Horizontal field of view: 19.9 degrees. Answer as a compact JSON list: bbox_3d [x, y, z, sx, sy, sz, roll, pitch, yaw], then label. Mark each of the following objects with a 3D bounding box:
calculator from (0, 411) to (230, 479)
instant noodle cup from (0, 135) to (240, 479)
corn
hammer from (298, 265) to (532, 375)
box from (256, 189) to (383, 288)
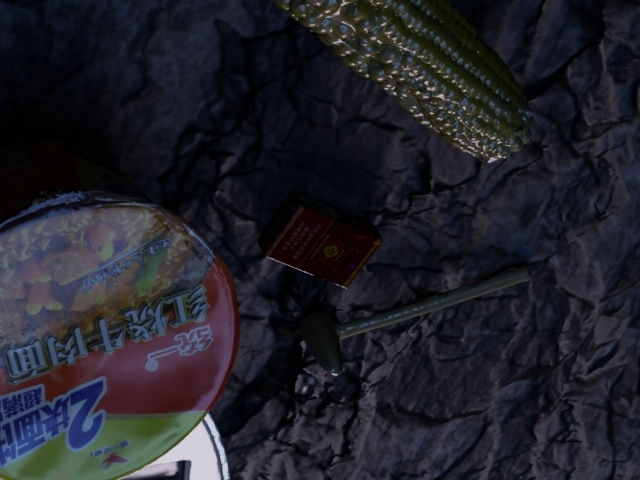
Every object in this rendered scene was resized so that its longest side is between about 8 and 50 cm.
[{"bbox_3d":[-0.198,0.228,1.419,0.256,0.054,0.386,-9,143,-14],"label":"calculator"},{"bbox_3d":[-0.178,0.033,1.221,0.213,0.174,0.213,-9,117,-17],"label":"instant noodle cup"},{"bbox_3d":[0.049,-0.145,1.244,0.086,0.086,0.288,-40,132,12],"label":"corn"},{"bbox_3d":[0.083,0.057,1.438,0.195,0.060,0.028,-18,130,-13],"label":"hammer"},{"bbox_3d":[0.000,0.000,1.378,0.082,0.023,0.051,22,117,-33],"label":"box"}]
